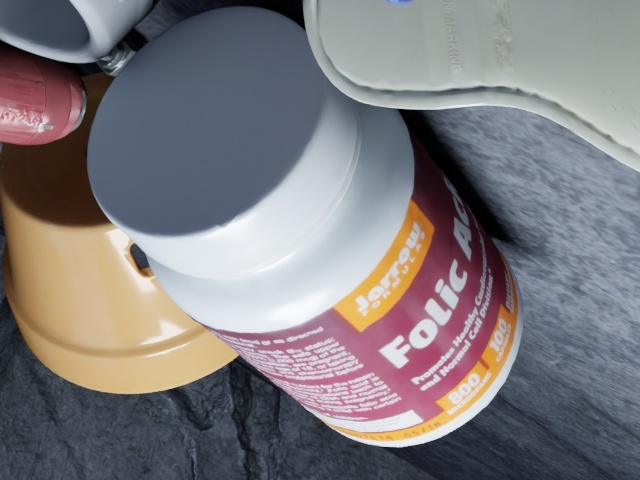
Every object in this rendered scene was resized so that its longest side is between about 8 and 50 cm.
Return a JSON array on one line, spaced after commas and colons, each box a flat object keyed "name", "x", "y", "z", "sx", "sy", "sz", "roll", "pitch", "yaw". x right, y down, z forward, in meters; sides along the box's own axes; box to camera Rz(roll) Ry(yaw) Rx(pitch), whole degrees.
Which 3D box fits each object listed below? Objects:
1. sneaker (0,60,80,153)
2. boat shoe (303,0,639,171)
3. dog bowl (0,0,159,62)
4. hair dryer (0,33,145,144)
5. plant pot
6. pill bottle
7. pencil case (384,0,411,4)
[{"name": "sneaker", "x": -0.336, "y": -0.176, "z": 1.437, "sx": 0.110, "sy": 0.118, "sz": 0.292, "roll": 25, "pitch": 166, "yaw": 28}, {"name": "boat shoe", "x": 0.139, "y": -0.104, "z": 0.699, "sx": 0.324, "sy": 0.097, "sz": 0.116, "roll": 14, "pitch": 120, "yaw": 41}, {"name": "dog bowl", "x": -0.257, "y": -0.250, "z": 0.998, "sx": 0.349, "sy": 0.102, "sz": 0.349, "roll": 27, "pitch": 168, "yaw": 6}, {"name": "hair dryer", "x": -0.291, "y": -0.154, "z": 1.188, "sx": 0.223, "sy": 0.080, "sz": 0.293, "roll": 26, "pitch": -157, "yaw": 7}, {"name": "plant pot", "x": -0.186, "y": -0.028, "z": 1.388, "sx": 0.291, "sy": 0.291, "sz": 0.203, "roll": 23, "pitch": 149, "yaw": 26}, {"name": "pill bottle", "x": 0.000, "y": 0.000, "z": 1.130, "sx": 0.224, "sy": 0.224, "sz": 0.392, "roll": 21, "pitch": 166, "yaw": 34}, {"name": "pencil case", "x": -0.065, "y": -0.221, "z": 0.638, "sx": 0.306, "sy": 0.119, "sz": 0.133, "roll": 27, "pitch": 141, "yaw": 13}]
